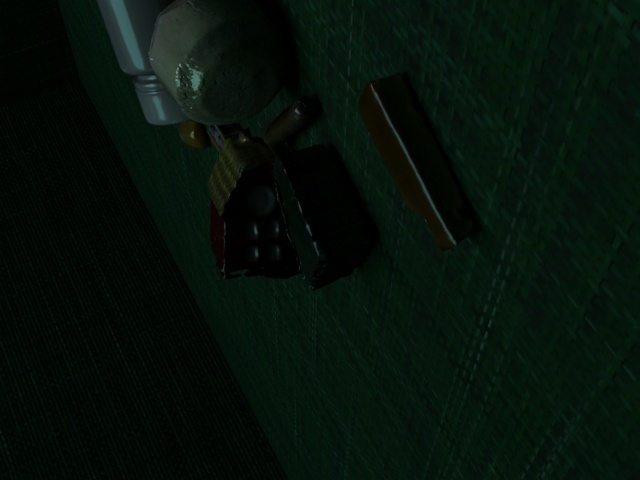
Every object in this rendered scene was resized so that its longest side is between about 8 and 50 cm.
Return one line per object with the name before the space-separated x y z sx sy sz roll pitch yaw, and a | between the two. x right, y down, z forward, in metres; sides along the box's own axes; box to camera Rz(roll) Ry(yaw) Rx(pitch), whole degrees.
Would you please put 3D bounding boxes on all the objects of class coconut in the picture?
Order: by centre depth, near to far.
coconut | -0.176 -0.311 1.479 0.224 0.224 0.234 90 155 -53

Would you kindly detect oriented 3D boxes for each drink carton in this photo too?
drink carton | -0.188 -0.207 1.936 0.166 0.056 0.071 59 154 27

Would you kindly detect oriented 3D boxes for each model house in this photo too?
model house | -0.129 -0.074 1.688 0.196 0.160 0.254 -124 29 -65

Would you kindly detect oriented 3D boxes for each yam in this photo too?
yam | -0.054 -0.199 1.533 0.046 0.046 0.264 67 165 -2

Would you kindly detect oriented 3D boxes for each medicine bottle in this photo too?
medicine bottle | -0.309 -0.414 1.760 0.208 0.208 0.340 39 148 59

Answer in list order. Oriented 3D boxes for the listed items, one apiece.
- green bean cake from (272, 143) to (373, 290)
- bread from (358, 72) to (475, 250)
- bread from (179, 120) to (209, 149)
green bean cake | -0.005 -0.041 1.487 0.208 0.107 0.193 64 167 13
bread | 0.119 -0.093 1.118 0.226 0.049 0.088 65 164 5
bread | -0.328 -0.271 2.290 0.115 0.056 0.082 42 151 56
